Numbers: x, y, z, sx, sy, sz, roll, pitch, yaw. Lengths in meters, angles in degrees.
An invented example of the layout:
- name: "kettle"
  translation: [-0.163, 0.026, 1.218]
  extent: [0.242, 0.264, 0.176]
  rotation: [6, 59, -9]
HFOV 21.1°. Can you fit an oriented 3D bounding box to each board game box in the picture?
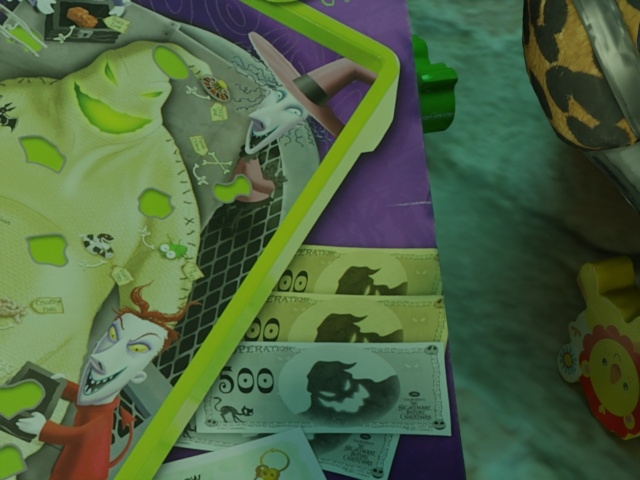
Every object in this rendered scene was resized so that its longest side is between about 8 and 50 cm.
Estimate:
- name: "board game box"
  translation: [-0.135, 0.024, 0.425]
  extent: [0.347, 0.208, 0.056]
  rotation: [-5, 0, -19]

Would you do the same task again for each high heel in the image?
- name: "high heel"
  translation: [0.114, -0.096, 0.625]
  extent: [0.093, 0.186, 0.261]
  rotation: [-23, 35, 15]

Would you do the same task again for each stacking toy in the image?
- name: "stacking toy"
  translation: [0.000, 0.000, 0.598]
  extent: [0.167, 0.052, 0.221]
  rotation: [-9, 40, -26]

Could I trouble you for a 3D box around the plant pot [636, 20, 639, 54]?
- name: "plant pot"
  translation: [0.235, -0.018, 0.473]
  extent: [0.236, 0.212, 0.236]
  rotation: [3, 22, 46]
